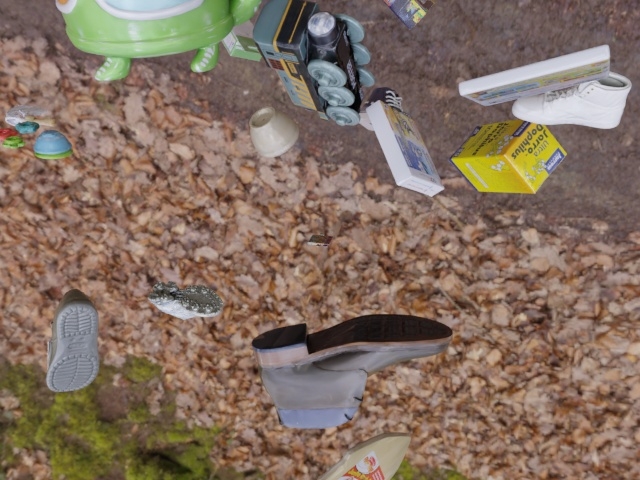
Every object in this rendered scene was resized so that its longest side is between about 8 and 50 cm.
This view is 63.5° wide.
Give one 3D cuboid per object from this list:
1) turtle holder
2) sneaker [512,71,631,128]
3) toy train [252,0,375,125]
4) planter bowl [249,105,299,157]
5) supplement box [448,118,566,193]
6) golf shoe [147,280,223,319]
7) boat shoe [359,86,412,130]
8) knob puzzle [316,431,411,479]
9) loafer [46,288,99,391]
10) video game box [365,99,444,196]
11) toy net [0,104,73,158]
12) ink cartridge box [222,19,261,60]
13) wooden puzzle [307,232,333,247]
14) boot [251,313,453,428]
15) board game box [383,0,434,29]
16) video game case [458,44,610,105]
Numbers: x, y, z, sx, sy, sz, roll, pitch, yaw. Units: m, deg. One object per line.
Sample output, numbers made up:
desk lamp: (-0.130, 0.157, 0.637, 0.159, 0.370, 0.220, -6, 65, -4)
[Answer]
turtle holder: (-0.237, -0.394, 0.785, 0.321, 0.243, 0.227, 2, 130, 3)
sneaker: (0.701, -0.413, 1.452, 0.293, 0.108, 0.169, 8, 149, 17)
toy train: (-0.005, -0.348, 1.041, 0.191, 0.142, 0.334, 19, 173, 15)
planter bowl: (-0.165, -0.368, 1.691, 0.162, 0.161, 0.109, -2, 147, 30)
supplement box: (0.692, -0.315, 1.951, 0.195, 0.194, 0.357, 43, 172, -18)
golf shoe: (-0.283, 0.140, 1.123, 0.176, 0.069, 0.086, 11, 141, 20)
boat shoe: (0.257, -0.496, 1.928, 0.127, 0.158, 0.341, 28, -179, -31)
knob puzzle: (0.063, 0.370, 0.832, 0.030, 0.213, 0.213, 41, 164, 43)
loafer: (-0.483, 0.197, 1.017, 0.095, 0.087, 0.251, 5, 123, -32)
video game box: (0.203, -0.212, 1.218, 0.048, 0.205, 0.187, -29, 161, 28)
toy net: (-0.588, -0.217, 1.033, 0.232, 0.122, 0.045, 36, 133, 41)
ink cartridge box: (-0.242, -0.622, 1.618, 0.109, 0.209, 0.062, -5, 143, -41)
wooden puzzle: (0.000, 0.000, 1.176, 0.050, 0.083, 0.006, 5, 112, 12)
boot: (0.039, 0.147, 0.580, 0.220, 0.082, 0.106, -6, 104, 9)
board game box: (0.150, -0.518, 1.048, 0.170, 0.141, 0.048, 44, 124, -9)
video game case: (0.382, -0.285, 0.914, 0.227, 0.206, 0.026, -7, 94, 29)
